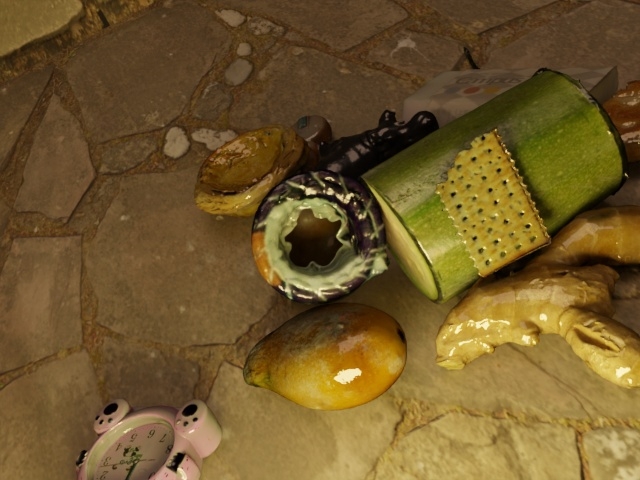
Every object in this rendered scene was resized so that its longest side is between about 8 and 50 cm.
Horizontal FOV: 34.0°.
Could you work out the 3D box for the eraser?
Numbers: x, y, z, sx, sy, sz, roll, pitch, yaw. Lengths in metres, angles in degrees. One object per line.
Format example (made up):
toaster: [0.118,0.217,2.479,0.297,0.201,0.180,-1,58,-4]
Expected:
eraser: [0.370,-0.272,2.093,0.397,0.082,0.213,6,33,38]

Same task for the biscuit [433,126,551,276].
biscuit: [0.261,-0.057,1.630,0.144,0.203,0.016,-28,1,-8]

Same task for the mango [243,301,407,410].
mango: [0.003,0.190,1.695,0.316,0.146,0.193,-13,31,42]

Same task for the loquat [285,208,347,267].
loquat: [-0.009,-0.004,1.913,0.227,0.179,0.179,-30,33,-26]

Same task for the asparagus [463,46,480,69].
asparagus: [0.345,-0.396,2.350,0.016,0.016,0.163,-45,30,18]

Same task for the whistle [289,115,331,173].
whistle: [-0.028,-0.209,2.301,0.107,0.057,0.220,-20,38,16]

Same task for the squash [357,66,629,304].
squash: [0.290,-0.092,1.773,0.384,0.263,0.263,-31,35,-8]

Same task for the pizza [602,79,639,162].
pizza: [0.607,-0.220,1.896,0.335,0.086,0.226,-18,31,8]

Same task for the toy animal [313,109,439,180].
toy animal: [0.071,-0.158,2.097,0.343,0.106,0.168,-40,36,-6]

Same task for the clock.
clock: [-0.292,0.370,1.682,0.227,0.090,0.248,-5,41,28]

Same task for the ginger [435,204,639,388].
ginger: [0.365,0.072,1.636,0.348,0.122,0.363,3,53,22]

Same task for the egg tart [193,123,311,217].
egg tart: [-0.145,-0.133,2.218,0.291,0.107,0.291,-21,32,13]

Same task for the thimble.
thimble: [0.000,0.000,1.745,0.237,0.237,0.150,-28,-2,-4]
